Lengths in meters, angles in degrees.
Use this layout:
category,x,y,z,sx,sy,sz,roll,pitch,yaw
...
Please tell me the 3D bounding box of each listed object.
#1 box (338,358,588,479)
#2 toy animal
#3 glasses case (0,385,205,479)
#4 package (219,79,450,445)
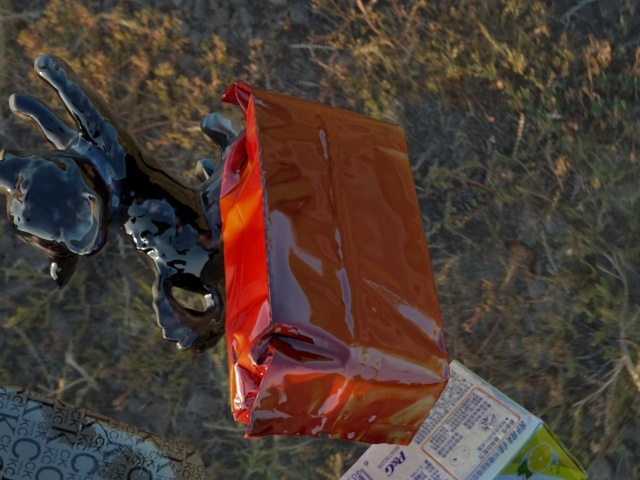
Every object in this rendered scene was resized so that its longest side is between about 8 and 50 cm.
category,x,y,z,sx,sy,sz,roll,pitch,yaw
box,0.116,0.271,0.948,0.265,0.097,0.168,-46,30,-8
toy animal,-0.242,-0.029,1.130,0.194,0.344,0.302,-34,47,53
glasses case,-0.333,0.317,1.327,0.355,0.085,0.137,25,72,-21
package,0.000,0.001,0.952,0.123,0.196,0.423,-51,36,47
